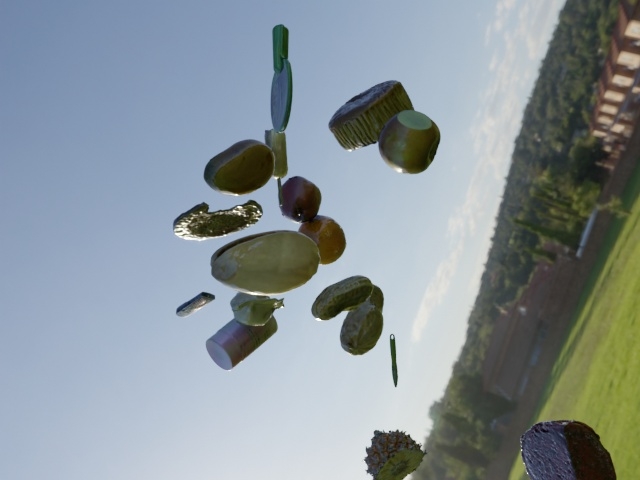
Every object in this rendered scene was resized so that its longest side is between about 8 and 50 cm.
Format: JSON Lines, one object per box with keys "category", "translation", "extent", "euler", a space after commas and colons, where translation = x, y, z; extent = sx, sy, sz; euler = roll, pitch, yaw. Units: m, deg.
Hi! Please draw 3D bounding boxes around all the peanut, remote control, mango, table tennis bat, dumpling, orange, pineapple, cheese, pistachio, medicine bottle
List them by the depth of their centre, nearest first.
{"category": "table tennis bat", "translation": [-0.090, -0.368, 1.500], "extent": [0.160, 0.039, 0.257], "euler": [145, 126, -68]}
{"category": "peanut", "translation": [0.056, 0.155, 1.787], "extent": [0.194, 0.083, 0.093], "euler": [-27, -29, -22]}
{"category": "remote control", "translation": [-0.346, 0.174, 1.810], "extent": [0.043, 0.152, 0.027], "euler": [28, -129, -32]}
{"category": "pineapple", "translation": [0.189, 0.595, 1.886], "extent": [0.161, 0.137, 0.176], "euler": [30, -74, -43]}
{"category": "pistachio", "translation": [-0.159, 0.065, 1.921], "extent": [0.193, 0.318, 0.214], "euler": [-116, 28, -55]}
{"category": "mango", "translation": [-0.233, -0.206, 1.949], "extent": [0.221, 0.151, 0.120], "euler": [-36, 8, -22]}
{"category": "cheese", "translation": [-0.142, -0.241, 2.205], "extent": [0.163, 0.071, 0.248], "euler": [180, 85, -86]}
{"category": "dumpling", "translation": [-0.226, 0.238, 2.420], "extent": [0.258, 0.193, 0.147], "euler": [21, -119, -67]}
{"category": "peanut", "translation": [0.168, 0.284, 2.441], "extent": [0.143, 0.159, 0.291], "euler": [48, -137, -34]}
{"category": "medicine bottle", "translation": [-0.302, 0.368, 2.554], "extent": [0.254, 0.152, 0.152], "euler": [-37, -34, -36]}
{"category": "orange", "translation": [0.002, -0.001, 2.769], "extent": [0.193, 0.219, 0.219], "euler": [-49, -25, -31]}

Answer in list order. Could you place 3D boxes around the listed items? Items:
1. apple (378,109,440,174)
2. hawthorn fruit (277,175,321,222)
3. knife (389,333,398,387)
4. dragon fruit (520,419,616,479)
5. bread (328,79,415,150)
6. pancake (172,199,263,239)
{"category": "apple", "translation": [0.235, -0.249, 1.722], "extent": [0.163, 0.147, 0.146], "euler": [-27, -40, -36]}
{"category": "hawthorn fruit", "translation": [-0.087, -0.153, 2.660], "extent": [0.202, 0.185, 0.185], "euler": [-94, 10, -55]}
{"category": "knife", "translation": [0.253, 0.414, 2.290], "extent": [0.026, 0.022, 0.184], "euler": [109, 158, -78]}
{"category": "dragon fruit", "translation": [0.643, 0.578, 1.723], "extent": [0.152, 0.205, 0.317], "euler": [-17, -84, -25]}
{"category": "bread", "translation": [0.153, -0.374, 1.999], "extent": [0.227, 0.253, 0.142], "euler": [-48, -65, -30]}
{"category": "pancake", "translation": [-0.329, -0.068, 2.128], "extent": [0.286, 0.288, 0.033], "euler": [52, -162, -68]}
